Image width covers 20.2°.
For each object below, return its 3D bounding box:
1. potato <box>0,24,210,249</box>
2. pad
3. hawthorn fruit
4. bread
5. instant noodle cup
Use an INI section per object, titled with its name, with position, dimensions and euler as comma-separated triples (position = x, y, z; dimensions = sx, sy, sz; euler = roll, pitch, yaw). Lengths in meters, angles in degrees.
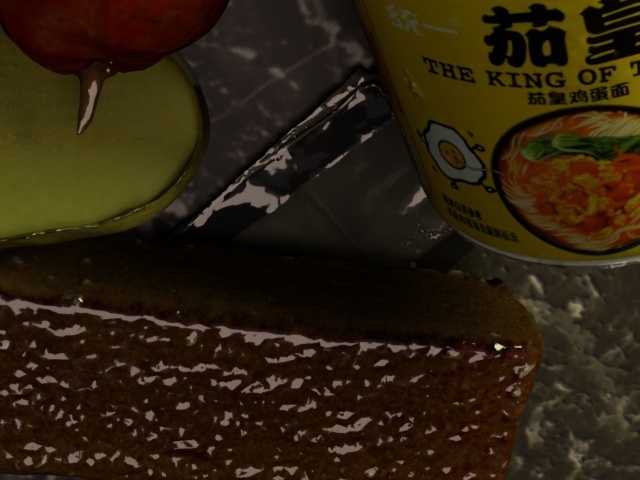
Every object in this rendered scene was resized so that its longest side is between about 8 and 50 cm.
[potato]
position = -0.208, -0.059, 1.175
dimensions = 0.271, 0.160, 0.111
euler = -9, 162, -5
[pad]
position = 0.000, 0.000, 1.309
dimensions = 0.233, 0.022, 0.174
euler = -38, 120, 10
[hawthorn fruit]
position = -0.118, -0.187, 1.082
dimensions = 0.189, 0.189, 0.251
euler = 2, 110, -14
[bread]
position = -0.059, 0.092, 1.273
dimensions = 0.416, 0.113, 0.165
euler = 7, 116, -15
[instant noodle cup]
position = 0.163, -0.156, 1.112
dimensions = 0.325, 0.325, 0.254
euler = -18, 130, -3
